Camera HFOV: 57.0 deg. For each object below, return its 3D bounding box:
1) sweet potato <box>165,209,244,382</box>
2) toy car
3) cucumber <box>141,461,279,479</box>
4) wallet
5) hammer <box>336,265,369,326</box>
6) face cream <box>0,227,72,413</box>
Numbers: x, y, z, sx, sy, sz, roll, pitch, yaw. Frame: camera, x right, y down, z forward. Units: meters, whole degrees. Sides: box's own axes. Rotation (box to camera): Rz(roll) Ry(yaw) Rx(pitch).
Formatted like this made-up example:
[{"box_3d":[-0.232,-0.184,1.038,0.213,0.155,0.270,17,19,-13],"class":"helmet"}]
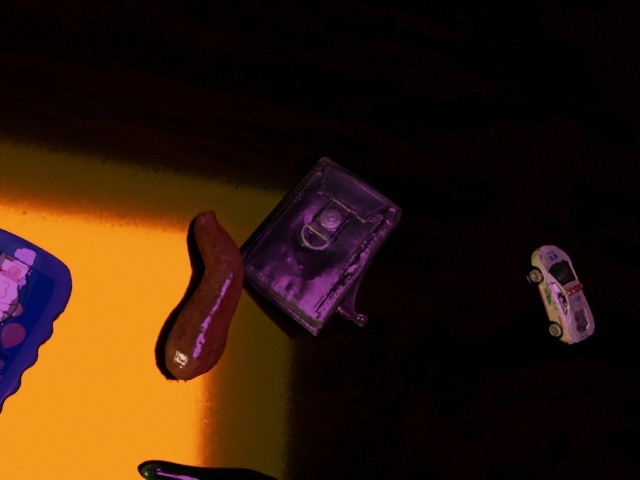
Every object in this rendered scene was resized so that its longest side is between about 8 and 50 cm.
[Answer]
[{"box_3d":[-0.144,0.069,0.768,0.081,0.062,0.232,11,70,-5],"class":"sweet potato"},{"box_3d":[0.442,0.097,1.075,0.094,0.058,0.186,-18,87,-28],"class":"toy car"},{"box_3d":[-0.133,0.303,0.739,0.184,0.033,0.036,16,96,-23],"class":"cucumber"},{"box_3d":[0.001,-0.001,0.860,0.160,0.055,0.236,37,63,3],"class":"wallet"},{"box_3d":[0.066,0.028,0.914,0.078,0.021,0.200,30,66,-18],"class":"hammer"},{"box_3d":[-0.384,0.117,0.621,0.149,0.083,0.263,30,66,-15],"class":"face cream"}]
